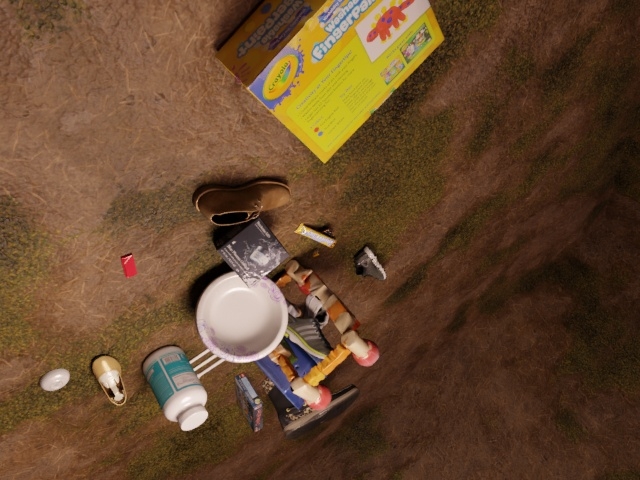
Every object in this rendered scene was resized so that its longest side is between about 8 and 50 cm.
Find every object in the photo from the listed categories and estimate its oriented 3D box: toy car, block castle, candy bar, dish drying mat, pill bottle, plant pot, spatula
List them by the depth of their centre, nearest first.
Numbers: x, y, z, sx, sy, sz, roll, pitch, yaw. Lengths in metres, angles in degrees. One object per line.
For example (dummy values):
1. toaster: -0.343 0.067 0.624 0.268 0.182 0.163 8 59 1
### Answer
1. dish drying mat: -0.521 0.070 1.490 0.032 0.008 0.083 -23 143 -26
2. pill bottle: -0.466 0.484 1.786 0.146 0.264 0.146 -26 144 -21
3. candy bar: -0.014 -0.015 1.853 0.162 0.018 0.040 25 111 -30
4. block castle: -0.037 0.308 1.855 0.303 0.453 0.213 -43 140 0
5. toy car: 0.000 0.000 1.915 0.122 0.040 0.060 -40 126 23
6. spatula: -0.437 0.457 2.009 0.242 0.019 0.168 -32 145 -13
7. plant pot: -0.111 0.500 2.201 0.212 0.236 0.236 -41 148 -13

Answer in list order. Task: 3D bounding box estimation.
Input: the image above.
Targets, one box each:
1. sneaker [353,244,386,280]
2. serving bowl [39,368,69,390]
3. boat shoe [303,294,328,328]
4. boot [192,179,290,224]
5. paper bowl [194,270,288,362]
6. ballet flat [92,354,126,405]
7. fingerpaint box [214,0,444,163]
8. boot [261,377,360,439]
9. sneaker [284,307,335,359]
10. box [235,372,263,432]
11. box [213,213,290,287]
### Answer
1. sneaker: 0.191 0.111 2.192 0.106 0.078 0.234 -37 143 -1
2. serving bowl: -0.779 0.414 1.609 0.083 0.027 0.083 -27 144 -22
3. boat shoe: -0.012 0.309 2.203 0.095 0.084 0.258 -29 145 -18
4. boot: -0.196 -0.096 1.531 0.305 0.115 0.112 -11 134 -39
5. paper bowl: -0.253 0.238 1.734 0.284 0.284 0.148 -30 180 -16
6. ballet flat: -0.655 0.445 1.727 0.080 0.073 0.232 -26 144 -22
7. fingerpaint box: 0.038 -0.462 1.299 0.445 0.163 0.371 -46 147 7
8. boot: -0.048 0.659 2.386 0.378 0.284 0.138 -26 143 -20
9. sneaker: -0.029 0.359 2.073 0.121 0.300 0.111 -59 162 -4
10. box: -0.296 0.676 2.272 0.044 0.159 0.233 -24 143 -25
11. box: -0.204 0.027 1.619 0.158 0.093 0.156 -39 111 -4
